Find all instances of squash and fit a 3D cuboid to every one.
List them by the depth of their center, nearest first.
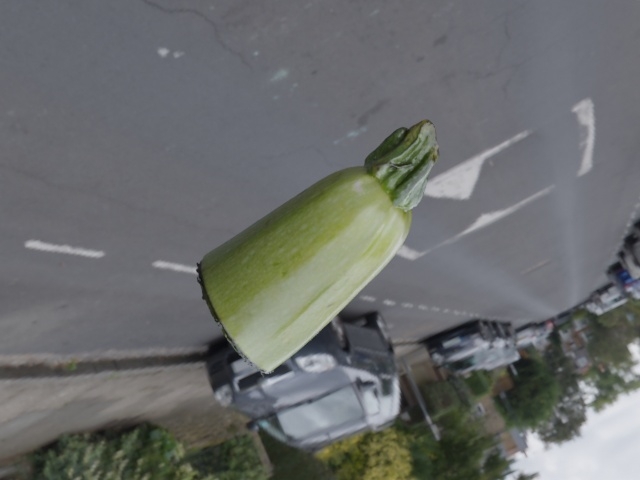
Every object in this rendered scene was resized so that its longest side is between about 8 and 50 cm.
[{"bbox_3d":[-0.003,0.012,0.678,0.137,0.137,0.287,-9,158,-49],"label":"squash"}]
